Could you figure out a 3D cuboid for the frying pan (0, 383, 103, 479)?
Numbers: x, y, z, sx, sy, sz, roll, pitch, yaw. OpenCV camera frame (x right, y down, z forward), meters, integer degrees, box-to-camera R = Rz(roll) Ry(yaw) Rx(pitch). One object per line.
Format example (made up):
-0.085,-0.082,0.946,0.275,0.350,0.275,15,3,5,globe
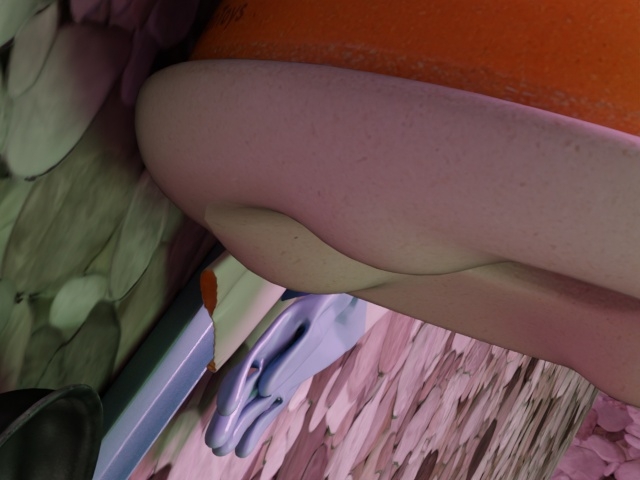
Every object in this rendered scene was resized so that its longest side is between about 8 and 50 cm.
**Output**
-0.126,0.124,0.747,0.197,0.053,0.326,-67,170,19,frying pan

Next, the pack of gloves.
0.000,0.000,0.969,0.232,0.046,0.195,-44,156,-32,pack of gloves

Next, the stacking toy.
0.152,-0.184,0.741,0.350,0.351,0.480,44,63,-75,stacking toy

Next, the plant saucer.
-0.073,0.059,0.892,0.192,0.018,0.067,-56,163,-35,plant saucer

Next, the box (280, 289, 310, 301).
0.050,-0.063,1.090,0.225,0.036,0.136,-66,165,10,box
